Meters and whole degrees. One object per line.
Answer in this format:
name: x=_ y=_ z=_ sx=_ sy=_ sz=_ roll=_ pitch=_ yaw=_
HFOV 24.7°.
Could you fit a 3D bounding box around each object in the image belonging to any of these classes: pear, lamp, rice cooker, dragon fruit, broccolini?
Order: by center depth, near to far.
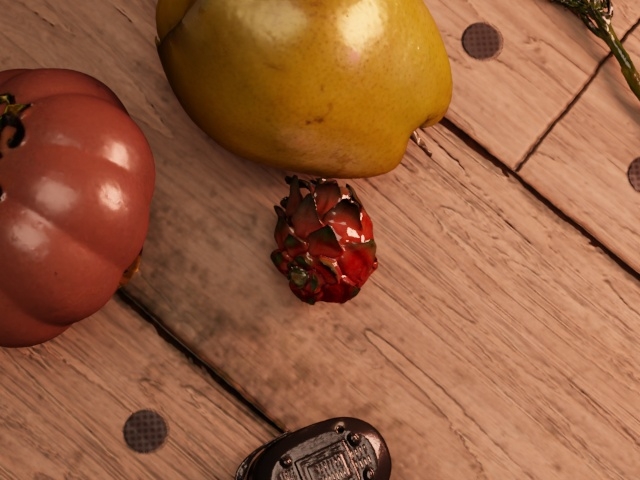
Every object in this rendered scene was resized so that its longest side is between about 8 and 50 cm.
lamp: x=-0.298 y=-0.027 z=1.519 sx=0.305 sy=0.239 sz=0.305 roll=-20 pitch=53 yaw=28
rice cooker: x=-0.006 y=0.251 z=1.549 sx=0.165 sy=0.106 sz=0.112 roll=-23 pitch=83 yaw=-20
pear: x=-0.012 y=-0.212 z=1.566 sx=0.336 sy=0.285 sz=0.285 roll=12 pitch=77 yaw=-3
dragon fruit: x=0.001 y=0.001 z=1.594 sx=0.130 sy=0.121 sz=0.142 roll=11 pitch=95 yaw=12
broccolini: x=0.355 y=-0.219 z=1.725 sx=0.057 sy=0.071 sz=0.254 roll=-28 pitch=87 yaw=-52
